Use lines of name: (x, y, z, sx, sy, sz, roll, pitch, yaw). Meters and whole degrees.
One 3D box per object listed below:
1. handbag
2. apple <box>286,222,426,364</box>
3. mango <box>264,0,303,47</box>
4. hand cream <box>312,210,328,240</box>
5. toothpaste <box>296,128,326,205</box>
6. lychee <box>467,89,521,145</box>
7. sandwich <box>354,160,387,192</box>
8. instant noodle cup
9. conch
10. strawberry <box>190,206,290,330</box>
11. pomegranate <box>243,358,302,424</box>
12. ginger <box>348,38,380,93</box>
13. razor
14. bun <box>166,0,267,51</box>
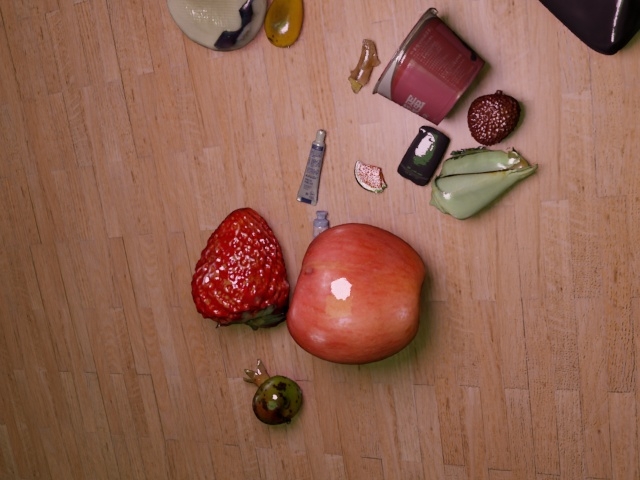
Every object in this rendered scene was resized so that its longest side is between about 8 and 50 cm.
handbag: (0.600, -0.603, 1.157, 0.288, 0.152, 0.342, 41, 114, 21)
apple: (0.100, 0.141, 1.416, 0.364, 0.364, 0.363, 5, 104, 21)
mango: (-0.095, -0.594, 1.469, 0.103, 0.076, 0.160, 16, 99, 24)
hand cream: (0.000, 0.000, 1.587, 0.065, 0.043, 0.170, 8, 108, 20)
toothpaste: (-0.020, -0.203, 1.551, 0.062, 0.037, 0.216, 19, 113, 16)
lychee: (0.408, -0.289, 1.318, 0.123, 0.123, 0.129, 9, 126, 20)
sandwich: (0.135, -0.170, 1.504, 0.101, 0.026, 0.069, 21, 105, 13)
instant noodle cup: (0.257, -0.393, 1.301, 0.178, 0.235, 0.234, 37, 113, 1)
conch: (0.377, -0.156, 1.360, 0.250, 0.143, 0.137, -43, 127, 12)
strawberry: (-0.232, 0.098, 1.587, 0.292, 0.292, 0.309, -33, 63, 25)
pomegranate: (-0.157, 0.469, 1.706, 0.220, 0.156, 0.156, 39, 113, 14)
ginger: (0.111, -0.446, 1.438, 0.057, 0.044, 0.137, 35, 112, 30)
razor: (0.264, -0.218, 1.423, 0.090, 0.054, 0.148, 30, 112, 9)
bun: (-0.260, -0.651, 1.474, 0.284, 0.179, 0.283, 10, 126, 13)
